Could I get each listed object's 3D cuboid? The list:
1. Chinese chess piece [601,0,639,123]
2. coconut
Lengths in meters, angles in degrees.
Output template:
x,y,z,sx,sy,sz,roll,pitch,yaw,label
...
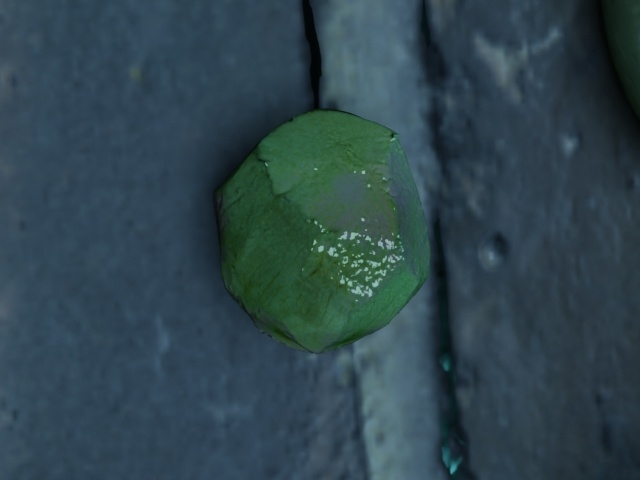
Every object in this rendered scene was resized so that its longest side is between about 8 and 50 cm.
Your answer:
x,y,z,sx,sy,sz,roll,pitch,yaw,label
0.220,-0.107,0.700,0.237,0.092,0.238,-1,96,-12,Chinese chess piece
0.000,0.000,0.669,0.083,0.081,0.082,16,51,-19,coconut
